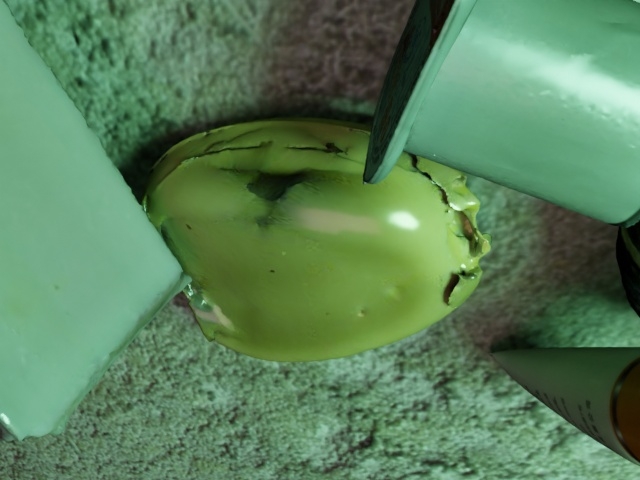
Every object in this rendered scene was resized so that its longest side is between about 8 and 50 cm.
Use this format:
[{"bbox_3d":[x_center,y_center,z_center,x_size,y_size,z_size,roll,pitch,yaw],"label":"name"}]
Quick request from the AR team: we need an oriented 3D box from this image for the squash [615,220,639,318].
[{"bbox_3d":[0.348,0.001,0.515,0.252,0.165,0.252,12,143,9],"label":"squash"}]

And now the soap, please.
[{"bbox_3d":[-0.362,-0.073,0.609,0.350,0.213,0.435,2,129,47],"label":"soap"}]

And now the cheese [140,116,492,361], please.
[{"bbox_3d":[0.000,0.000,0.661,0.316,0.128,0.259,-8,127,33],"label":"cheese"}]

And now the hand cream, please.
[{"bbox_3d":[0.251,0.138,0.612,0.140,0.089,0.314,24,172,-2],"label":"hand cream"}]

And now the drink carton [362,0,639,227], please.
[{"bbox_3d":[0.146,-0.112,0.506,0.190,0.185,0.191,16,128,-9],"label":"drink carton"}]
